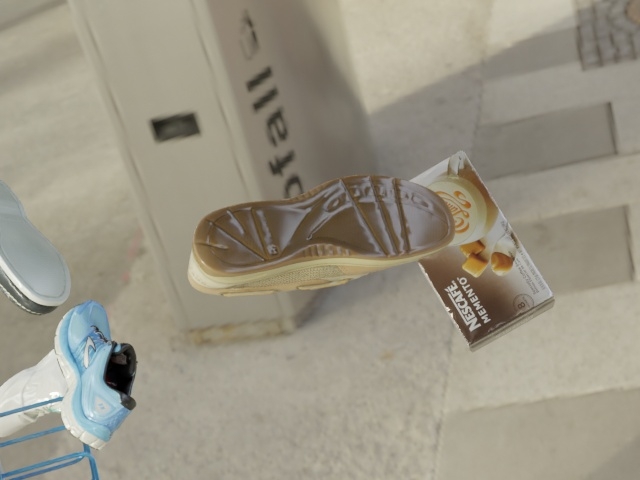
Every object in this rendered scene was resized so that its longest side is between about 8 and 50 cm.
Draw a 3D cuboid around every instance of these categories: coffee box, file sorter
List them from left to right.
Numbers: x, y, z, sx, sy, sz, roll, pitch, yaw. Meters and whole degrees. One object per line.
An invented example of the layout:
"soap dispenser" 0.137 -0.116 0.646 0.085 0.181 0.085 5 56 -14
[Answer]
"file sorter" -0.273 0.259 1.228 0.105 0.118 0.170 -15 43 -15
"coffee box" 0.207 0.017 1.722 0.141 0.246 0.098 -30 -15 2

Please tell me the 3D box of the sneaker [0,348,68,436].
"sneaker" -0.416 0.237 1.848 0.212 0.080 0.094 -42 54 0

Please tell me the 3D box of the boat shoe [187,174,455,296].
"boat shoe" 0.000 0.000 1.524 0.341 0.110 0.121 -6 65 -17

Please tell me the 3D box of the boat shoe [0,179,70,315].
"boat shoe" -0.439 0.017 1.685 0.091 0.114 0.302 -56 45 18

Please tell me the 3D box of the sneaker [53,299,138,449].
"sneaker" -0.193 0.112 1.102 0.073 0.063 0.162 -38 42 16
